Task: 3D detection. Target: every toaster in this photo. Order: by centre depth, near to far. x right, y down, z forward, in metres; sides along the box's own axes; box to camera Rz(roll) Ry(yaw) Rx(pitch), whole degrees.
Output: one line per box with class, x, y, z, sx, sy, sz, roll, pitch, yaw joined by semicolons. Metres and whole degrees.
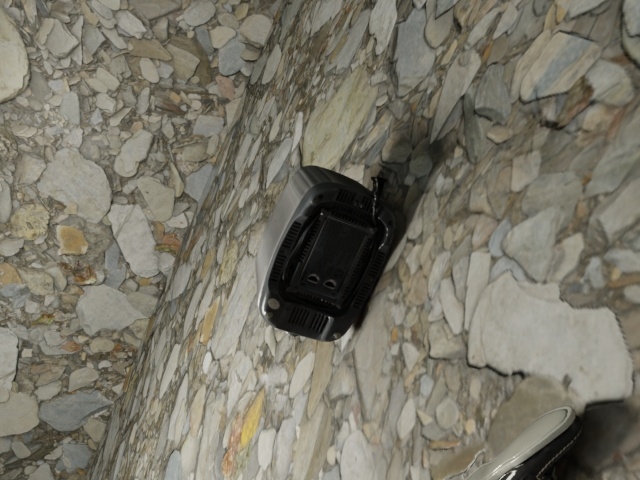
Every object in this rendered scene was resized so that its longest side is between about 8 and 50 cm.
toaster;0.000;0.000;0.775;0.146;0.129;0.226;-122;52;-67

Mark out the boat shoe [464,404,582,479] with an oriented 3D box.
boat shoe;0.135;0.159;0.423;0.125;0.038;0.046;-53;-15;27
